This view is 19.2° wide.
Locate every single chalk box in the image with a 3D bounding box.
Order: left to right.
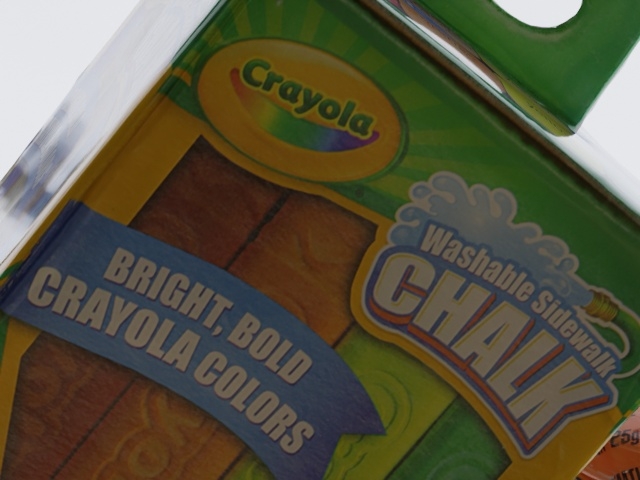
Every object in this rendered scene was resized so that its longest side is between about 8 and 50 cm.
[{"bbox_3d":[0.000,0.000,0.459,0.132,0.132,0.213,36,-78,-15],"label":"chalk box"}]

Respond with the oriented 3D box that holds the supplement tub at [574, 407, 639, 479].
[{"bbox_3d":[0.163,0.166,0.880,0.193,0.193,0.316,4,-54,9],"label":"supplement tub"}]
